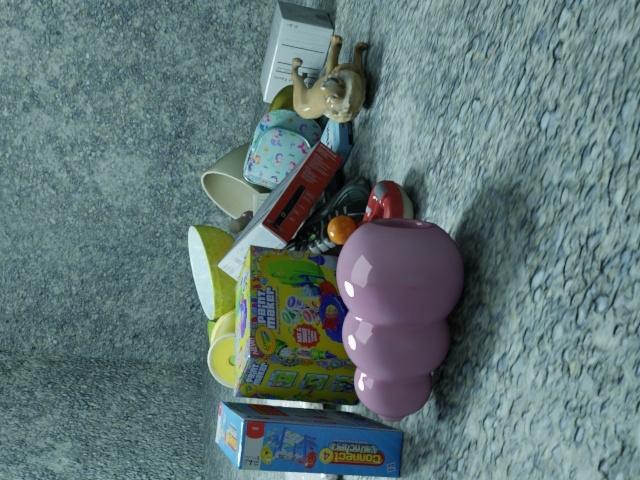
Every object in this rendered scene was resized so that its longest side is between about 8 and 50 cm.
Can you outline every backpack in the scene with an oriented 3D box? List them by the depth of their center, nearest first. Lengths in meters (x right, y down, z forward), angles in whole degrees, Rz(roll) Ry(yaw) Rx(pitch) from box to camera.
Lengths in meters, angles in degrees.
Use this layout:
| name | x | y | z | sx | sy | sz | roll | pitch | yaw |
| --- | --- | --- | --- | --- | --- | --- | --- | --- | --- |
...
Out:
| name | x | y | z | sx | sy | sz | roll | pitch | yaw |
| --- | --- | --- | --- | --- | --- | --- | --- | --- | --- |
| backpack | -0.109 | -0.275 | 2.126 | 0.191 | 0.225 | 0.253 | -109 | 38 | -84 |

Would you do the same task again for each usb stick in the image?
| name | x | y | z | sx | sy | sz | roll | pitch | yaw |
| --- | --- | --- | --- | --- | --- | --- | --- | --- | --- |
| usb stick | 0.041 | -0.079 | 1.827 | 0.077 | 0.045 | 0.278 | 116 | 157 | -45 |

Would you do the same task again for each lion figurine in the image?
| name | x | y | z | sx | sy | sz | roll | pitch | yaw |
| --- | --- | --- | --- | --- | --- | --- | --- | --- | --- |
| lion figurine | 0.013 | -0.402 | 1.869 | 0.392 | 0.142 | 0.240 | 170 | 111 | -68 |

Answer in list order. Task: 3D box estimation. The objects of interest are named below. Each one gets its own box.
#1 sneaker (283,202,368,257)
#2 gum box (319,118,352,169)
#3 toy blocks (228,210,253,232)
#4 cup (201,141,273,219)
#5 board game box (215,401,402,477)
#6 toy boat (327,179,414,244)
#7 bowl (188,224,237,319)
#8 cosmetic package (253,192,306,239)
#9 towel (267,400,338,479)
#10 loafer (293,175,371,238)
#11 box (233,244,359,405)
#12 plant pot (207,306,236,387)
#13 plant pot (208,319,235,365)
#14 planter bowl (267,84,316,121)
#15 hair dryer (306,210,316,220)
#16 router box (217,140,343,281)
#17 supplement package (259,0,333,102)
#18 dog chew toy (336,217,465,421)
| name | x | y | z | sx | sy | sz | roll | pitch | yaw |
| --- | --- | --- | --- | --- | --- | --- | --- | --- | --- |
| sneaker | 0.048 | 0.024 | 1.656 | 0.281 | 0.162 | 0.106 | -27 | 38 | 28 |
| gum box | 0.039 | -0.268 | 1.941 | 0.184 | 0.041 | 0.157 | 118 | 156 | -53 |
| toy blocks | -0.167 | 0.085 | 2.294 | 0.289 | 0.309 | 0.260 | -64 | -13 | 20 |
| cup | -0.220 | -0.220 | 2.455 | 0.237 | 0.331 | 0.331 | -60 | 6 | -23 |
| board game box | -0.036 | 0.389 | 1.374 | 0.308 | 0.302 | 0.086 | 156 | 120 | -73 |
| toy boat | 0.087 | -0.013 | 1.414 | 0.151 | 0.151 | 0.231 | -108 | 29 | -59 |
| bowl | -0.288 | 0.083 | 2.094 | 0.289 | 0.156 | 0.289 | 168 | 90 | -71 |
| cosmetic package | -0.118 | 0.019 | 2.064 | 0.113 | 0.160 | 0.309 | 83 | -173 | -79 |
| towel | -0.053 | 0.479 | 1.755 | 0.317 | 0.053 | 0.332 | 119 | 142 | -53 |
| loafer | 0.031 | -0.053 | 1.704 | 0.267 | 0.096 | 0.084 | -43 | 18 | 30 |
| box | -0.041 | 0.190 | 1.543 | 0.177 | 0.279 | 0.290 | 114 | 158 | -47 |
| plant pot | -0.224 | 0.325 | 2.074 | 0.239 | 0.254 | 0.254 | -36 | -43 | -77 |
| plant pot | -0.278 | 0.389 | 2.453 | 0.228 | 0.227 | 0.207 | 168 | 103 | -74 |
| planter bowl | -0.075 | -0.390 | 2.258 | 0.090 | 0.217 | 0.217 | 22 | 109 | 29 |
| hair dryer | 0.000 | 0.000 | 1.945 | 0.293 | 0.080 | 0.224 | -91 | 0 | -48 |
| router box | -0.109 | -0.068 | 1.807 | 0.301 | 0.082 | 0.335 | -57 | 10 | -30 |
| supplement package | -0.086 | -0.619 | 2.329 | 0.177 | 0.175 | 0.293 | -103 | 26 | -51 |
| dog chew toy | 0.125 | 0.134 | 1.135 | 0.206 | 0.206 | 0.332 | -139 | 50 | -73 |
